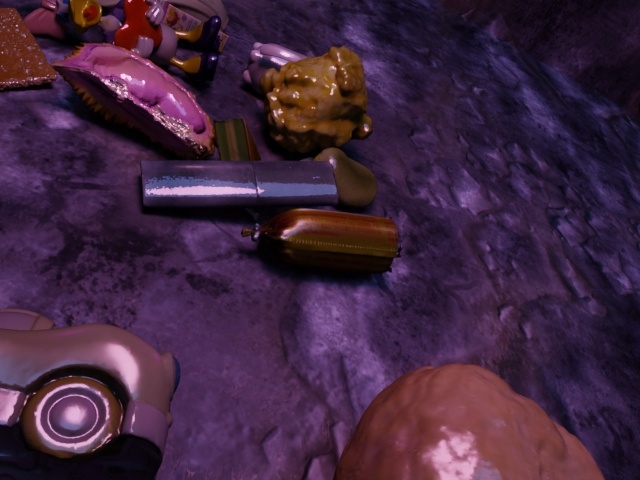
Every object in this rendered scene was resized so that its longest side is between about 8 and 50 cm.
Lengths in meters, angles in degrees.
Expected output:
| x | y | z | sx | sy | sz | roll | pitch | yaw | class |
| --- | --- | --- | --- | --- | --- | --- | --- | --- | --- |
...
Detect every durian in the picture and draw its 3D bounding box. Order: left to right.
| x | y | z | sx | sy | sz | roll | pitch | yaw | class |
| --- | --- | --- | --- | --- | --- | --- | --- | --- | --- |
| -0.357 | -0.274 | 1.131 | 0.341 | 0.112 | 0.191 | 30 | 30 | -17 | durian |

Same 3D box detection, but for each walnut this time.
| x | y | z | sx | sy | sz | roll | pitch | yaw | class |
| --- | --- | --- | --- | --- | --- | --- | --- | --- | --- |
| 0.173 | 0.345 | 0.687 | 0.381 | 0.381 | 0.381 | 18 | 42 | -17 | walnut |

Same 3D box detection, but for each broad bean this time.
| x | y | z | sx | sy | sz | roll | pitch | yaw | class |
| --- | --- | --- | --- | --- | --- | --- | --- | --- | --- |
| 0.055 | -0.141 | 1.267 | 0.174 | 0.082 | 0.124 | 29 | 56 | -17 | broad bean |

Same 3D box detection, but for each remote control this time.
| x | y | z | sx | sy | sz | roll | pitch | yaw | class |
| --- | --- | --- | --- | --- | --- | --- | --- | --- | --- |
| -0.151 | -0.110 | 1.080 | 0.377 | 0.044 | 0.107 | -3 | 67 | -20 | remote control |

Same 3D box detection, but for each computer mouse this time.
| x | y | z | sx | sy | sz | roll | pitch | yaw | class |
| --- | --- | --- | --- | --- | --- | --- | --- | --- | --- |
| -0.424 | -0.641 | 1.421 | 0.428 | 0.145 | 0.228 | -1 | 53 | -34 | computer mouse |

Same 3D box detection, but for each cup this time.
| x | y | z | sx | sy | sz | roll | pitch | yaw | class |
| --- | --- | --- | --- | --- | --- | --- | --- | --- | --- |
| -0.117 | -0.423 | 1.397 | 0.141 | 0.134 | 0.173 | 20 | 21 | -14 | cup |

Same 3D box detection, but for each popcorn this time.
| x | y | z | sx | sy | sz | roll | pitch | yaw | class |
| --- | --- | --- | --- | --- | --- | --- | --- | --- | --- |
| -0.009 | -0.313 | 1.302 | 0.250 | 0.242 | 0.235 | -14 | 16 | -1 | popcorn |

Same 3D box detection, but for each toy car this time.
| x | y | z | sx | sy | sz | roll | pitch | yaw | class |
| --- | --- | --- | --- | --- | --- | --- | --- | --- | --- |
| -0.338 | 0.164 | 0.601 | 0.335 | 0.242 | 0.226 | 14 | 41 | -19 | toy car |

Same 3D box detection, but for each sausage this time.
| x | y | z | sx | sy | sz | roll | pitch | yaw | class |
| --- | --- | --- | --- | --- | --- | --- | --- | --- | --- |
| 0.001 | 0.002 | 1.076 | 0.317 | 0.117 | 0.125 | 5 | 33 | -27 | sausage |

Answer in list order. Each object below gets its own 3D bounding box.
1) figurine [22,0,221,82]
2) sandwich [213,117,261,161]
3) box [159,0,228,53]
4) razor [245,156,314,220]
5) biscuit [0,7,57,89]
| x | y | z | sx | sy | sz | roll | pitch | yaw | class |
| --- | --- | --- | --- | --- | --- | --- | --- | --- | --- |
| -0.426 | -0.475 | 1.241 | 0.420 | 0.154 | 0.193 | 10 | 8 | -31 | figurine |
| -0.171 | -0.206 | 1.148 | 0.074 | 0.117 | 0.074 | 0 | 28 | 11 | sandwich |
| -0.321 | -0.535 | 1.395 | 0.041 | 0.050 | 0.207 | 36 | 16 | 32 | box |
| -0.091 | -0.137 | 1.199 | 0.111 | 0.056 | 0.278 | 42 | 41 | 12 | razor |
| -0.632 | -0.385 | 1.108 | 0.131 | 0.025 | 0.231 | -21 | 64 | -36 | biscuit |
